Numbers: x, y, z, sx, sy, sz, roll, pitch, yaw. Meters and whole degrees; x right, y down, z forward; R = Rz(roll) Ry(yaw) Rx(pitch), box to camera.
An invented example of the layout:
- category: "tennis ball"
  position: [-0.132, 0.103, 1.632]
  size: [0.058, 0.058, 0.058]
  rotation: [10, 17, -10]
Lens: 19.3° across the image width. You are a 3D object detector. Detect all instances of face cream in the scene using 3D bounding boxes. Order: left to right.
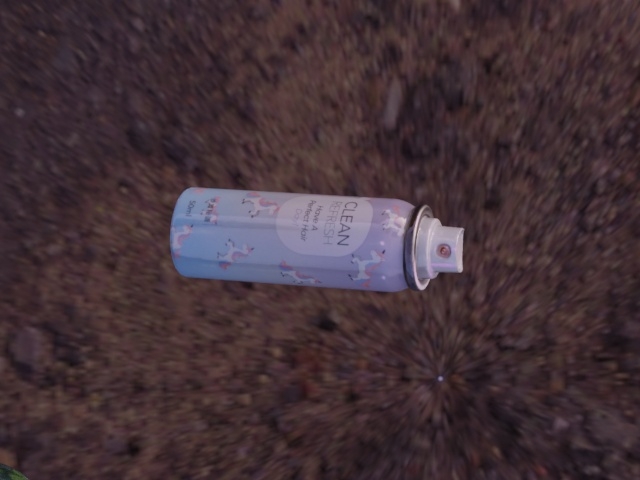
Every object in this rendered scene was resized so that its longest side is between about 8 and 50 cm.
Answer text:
- category: "face cream"
  position: [0.000, 0.000, 1.477]
  size: [0.229, 0.075, 0.075]
  rotation: [3, 86, 18]

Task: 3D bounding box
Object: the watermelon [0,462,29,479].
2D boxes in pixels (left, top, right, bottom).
- category: "watermelon"
  position: [-0.328, 0.295, 1.507]
  size: [0.262, 0.201, 0.213]
  rotation: [-20, 41, -19]
